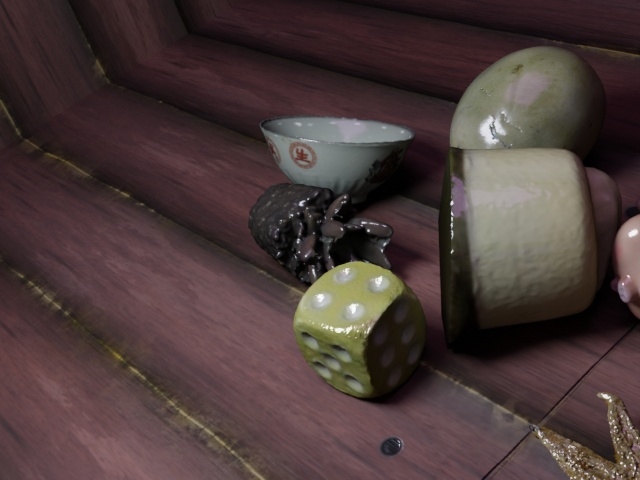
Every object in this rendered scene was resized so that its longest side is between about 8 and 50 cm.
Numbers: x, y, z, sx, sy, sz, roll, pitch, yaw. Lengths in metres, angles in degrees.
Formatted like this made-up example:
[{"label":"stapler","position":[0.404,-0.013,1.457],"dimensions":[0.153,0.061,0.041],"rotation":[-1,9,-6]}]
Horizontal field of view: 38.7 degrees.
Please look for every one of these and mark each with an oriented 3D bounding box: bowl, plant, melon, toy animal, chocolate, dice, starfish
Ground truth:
[{"label":"bowl","position":[0.031,-0.170,1.970],"dimensions":[0.337,0.158,0.337],"rotation":[4,16,-1]},{"label":"plant","position":[0.000,0.000,1.803],"dimensions":[0.181,0.194,0.320],"rotation":[-45,36,-12]},{"label":"melon","position":[0.404,-0.229,1.813],"dimensions":[0.330,0.268,0.268],"rotation":[-45,37,3]},{"label":"toy animal","position":[0.609,0.012,1.457],"dimensions":[0.326,0.237,0.269],"rotation":[-24,24,-9]},{"label":"chocolate","position":[0.347,0.006,1.532],"dimensions":[0.296,0.326,0.314],"rotation":[4,37,6]},{"label":"dice","position":[0.070,0.153,1.557],"dimensions":[0.169,0.169,0.166],"rotation":[16,50,41]},{"label":"starfish","position":[0.398,0.344,1.235],"dimensions":[0.299,0.060,0.302],"rotation":[-25,41,5]}]
